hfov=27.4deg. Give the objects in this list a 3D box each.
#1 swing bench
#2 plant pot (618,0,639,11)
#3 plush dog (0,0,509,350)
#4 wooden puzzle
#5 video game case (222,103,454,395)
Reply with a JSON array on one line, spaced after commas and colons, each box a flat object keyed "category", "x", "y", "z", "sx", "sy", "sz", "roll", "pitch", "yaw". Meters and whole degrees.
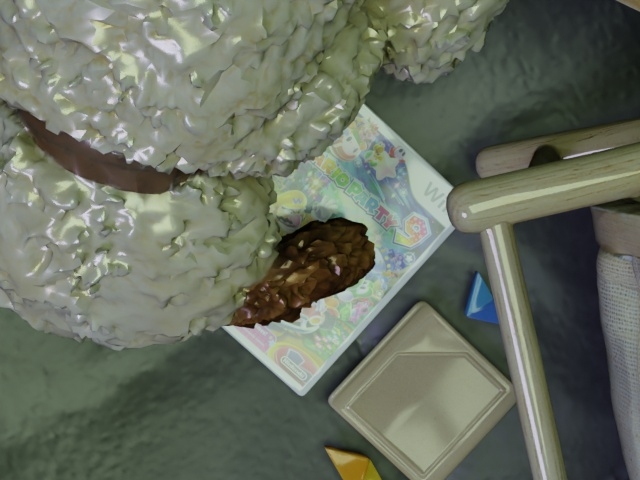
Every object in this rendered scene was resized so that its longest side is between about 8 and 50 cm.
[{"category": "swing bench", "x": 0.206, "y": 0.065, "z": 0.528, "sx": 0.255, "sy": 0.165, "sz": 0.253, "roll": -12, "pitch": 98, "yaw": 13}, {"category": "plant pot", "x": 0.188, "y": -0.151, "z": 0.527, "sx": 0.236, "sy": 0.236, "sz": 0.032, "roll": 1, "pitch": 133, "yaw": -6}, {"category": "plush dog", "x": -0.068, "y": -0.057, "z": 0.522, "sx": 0.262, "sy": 0.210, "sz": 0.225, "roll": 16, "pitch": 116, "yaw": -3}, {"category": "wooden puzzle", "x": 0.049, "y": 0.075, "z": 0.627, "sx": 0.116, "sy": 0.014, "sz": 0.078, "roll": -40, "pitch": 102, "yaw": -2}, {"category": "video game case", "x": 0.000, "y": 0.000, "z": 0.615, "sx": 0.087, "sy": 0.011, "sz": 0.122, "roll": 42, "pitch": 89, "yaw": -8}]
